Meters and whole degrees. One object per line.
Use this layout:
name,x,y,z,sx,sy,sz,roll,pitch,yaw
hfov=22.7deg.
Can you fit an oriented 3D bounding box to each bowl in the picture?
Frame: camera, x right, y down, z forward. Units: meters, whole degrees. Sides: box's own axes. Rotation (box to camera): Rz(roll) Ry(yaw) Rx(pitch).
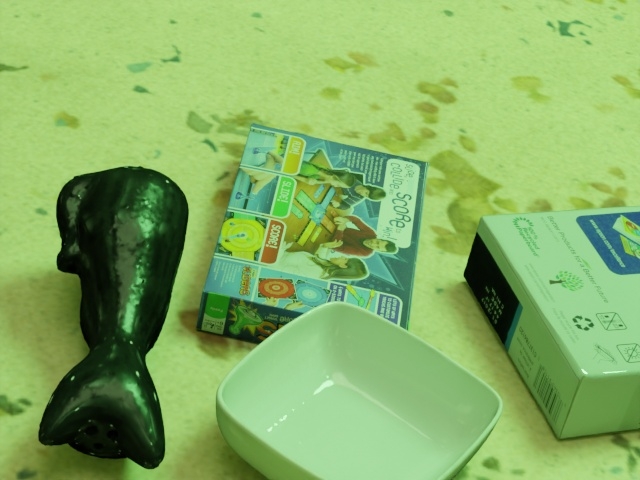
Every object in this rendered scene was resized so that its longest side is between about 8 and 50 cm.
bowl,0.019,0.110,0.943,0.142,0.053,0.142,32,41,22

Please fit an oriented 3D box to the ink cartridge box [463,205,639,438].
ink cartridge box,0.281,0.043,1.100,0.333,0.065,0.165,-4,40,-20

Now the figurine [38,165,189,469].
figurine,-0.189,0.044,0.944,0.215,0.092,0.209,6,42,-8

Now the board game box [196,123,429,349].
board game box,0.000,0.000,1.093,0.136,0.035,0.201,13,37,0
